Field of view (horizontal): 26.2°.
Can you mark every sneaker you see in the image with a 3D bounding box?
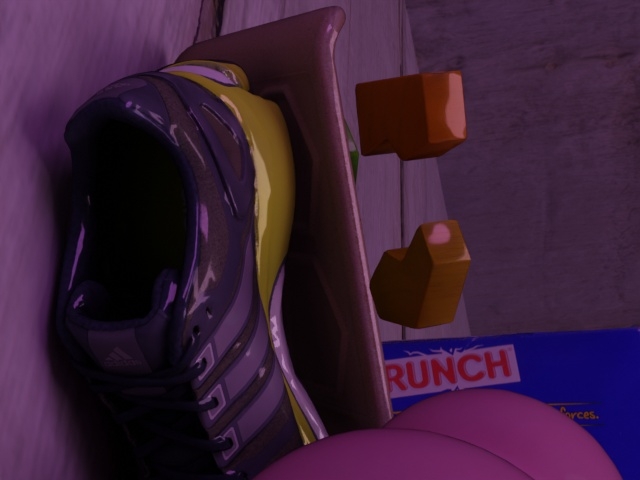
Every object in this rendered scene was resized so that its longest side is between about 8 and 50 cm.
[{"bbox_3d":[-0.067,0.063,0.626,0.121,0.111,0.300,-6,86,-67],"label":"sneaker"}]

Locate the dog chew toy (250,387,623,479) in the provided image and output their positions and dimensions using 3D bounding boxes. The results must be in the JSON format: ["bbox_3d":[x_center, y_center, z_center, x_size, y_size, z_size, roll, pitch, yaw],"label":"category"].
[{"bbox_3d":[0.021,0.167,0.518,0.332,0.207,0.206,-38,124,-52],"label":"dog chew toy"}]

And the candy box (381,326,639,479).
[{"bbox_3d":[0.080,0.215,0.819,0.122,0.268,0.317,77,12,-50],"label":"candy box"}]

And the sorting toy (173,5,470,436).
[{"bbox_3d":[0.000,0.000,0.701,0.307,0.041,0.229,5,-79,64],"label":"sorting toy"}]
